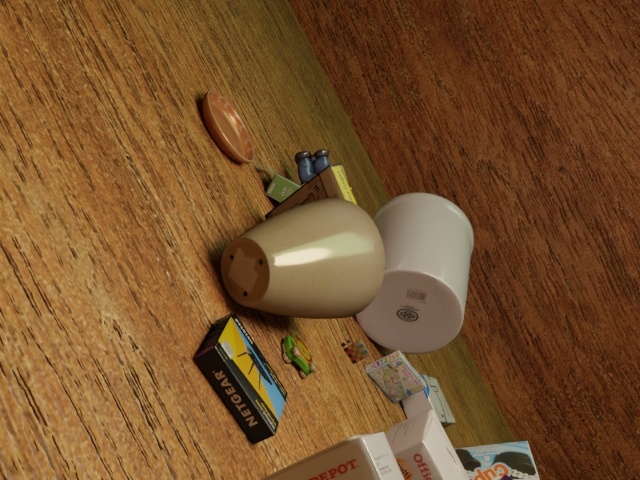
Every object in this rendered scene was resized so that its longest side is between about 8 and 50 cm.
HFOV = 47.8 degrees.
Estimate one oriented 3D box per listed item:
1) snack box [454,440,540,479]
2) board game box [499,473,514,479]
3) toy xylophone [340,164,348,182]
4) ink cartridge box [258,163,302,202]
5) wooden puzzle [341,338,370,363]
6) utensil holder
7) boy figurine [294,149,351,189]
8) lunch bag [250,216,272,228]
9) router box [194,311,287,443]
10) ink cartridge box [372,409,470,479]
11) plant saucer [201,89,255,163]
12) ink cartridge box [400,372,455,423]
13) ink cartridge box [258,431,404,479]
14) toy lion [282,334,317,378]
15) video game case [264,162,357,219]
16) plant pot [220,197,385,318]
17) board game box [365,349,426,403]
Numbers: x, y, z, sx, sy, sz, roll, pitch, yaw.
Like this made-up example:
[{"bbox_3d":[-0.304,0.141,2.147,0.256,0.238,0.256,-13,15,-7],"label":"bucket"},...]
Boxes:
[{"bbox_3d":[0.301,0.526,1.540,0.187,0.322,0.060,-84,164,-65],"label":"snack box"},{"bbox_3d":[0.348,0.592,1.346,0.056,0.208,0.347,29,-18,50],"label":"board game box"},{"bbox_3d":[0.059,-0.086,2.163,0.236,0.081,0.323,81,-9,-57],"label":"toy xylophone"},{"bbox_3d":[-0.072,-0.119,1.874,0.209,0.062,0.109,29,6,18],"label":"ink cartridge box"},{"bbox_3d":[0.091,0.277,1.805,0.083,0.049,0.006,58,14,-14],"label":"wooden puzzle"},{"bbox_3d":[0.276,0.096,2.120,0.327,0.327,0.385,55,30,-23],"label":"utensil holder"},{"bbox_3d":[0.005,-0.114,2.027,0.092,0.177,0.285,111,-30,-70],"label":"boy figurine"},{"bbox_3d":[-0.108,-0.008,1.622,0.065,0.067,0.098,65,13,9],"label":"lunch bag"},{"bbox_3d":[-0.126,0.224,1.189,0.179,0.046,0.133,58,16,-13],"label":"router box"},{"bbox_3d":[0.132,0.443,1.289,0.171,0.232,0.168,62,15,1],"label":"ink cartridge box"},{"bbox_3d":[-0.228,-0.271,1.757,0.200,0.037,0.200,56,16,-25],"label":"plant saucer"},{"bbox_3d":[0.303,0.472,2.091,0.203,0.086,0.148,30,35,-62],"label":"ink cartridge box"},{"bbox_3d":[0.045,0.448,1.035,0.121,0.211,0.289,24,41,-66],"label":"ink cartridge box"},{"bbox_3d":[-0.046,0.229,1.486,0.100,0.034,0.096,49,12,-37],"label":"toy lion"},{"bbox_3d":[0.000,0.000,1.600,0.035,0.275,0.248,-15,78,-42],"label":"video game case"},{"bbox_3d":[-0.055,0.048,1.418,0.274,0.256,0.256,-7,68,-51],"label":"plant pot"},{"bbox_3d":[0.201,0.363,1.913,0.154,0.103,0.026,52,18,-35],"label":"board game box"}]
